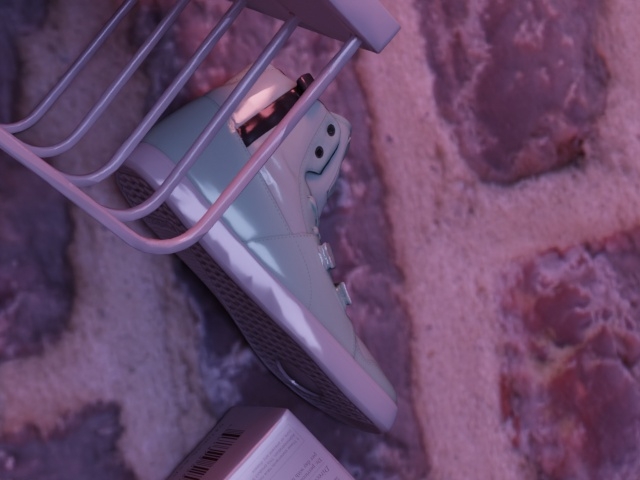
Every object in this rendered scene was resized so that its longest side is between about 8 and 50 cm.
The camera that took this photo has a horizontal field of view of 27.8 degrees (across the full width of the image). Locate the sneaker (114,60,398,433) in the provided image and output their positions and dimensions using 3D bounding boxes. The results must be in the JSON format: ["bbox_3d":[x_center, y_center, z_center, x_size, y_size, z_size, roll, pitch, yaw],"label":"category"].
[{"bbox_3d":[0.000,0.000,0.860,0.151,0.094,0.256,-44,103,-24],"label":"sneaker"}]

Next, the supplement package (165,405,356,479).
[{"bbox_3d":[-0.014,0.204,0.827,0.105,0.105,0.179,-45,102,-21],"label":"supplement package"}]

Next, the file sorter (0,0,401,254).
[{"bbox_3d":[-0.136,-0.133,0.683,0.193,0.278,0.173,41,84,-35],"label":"file sorter"}]
